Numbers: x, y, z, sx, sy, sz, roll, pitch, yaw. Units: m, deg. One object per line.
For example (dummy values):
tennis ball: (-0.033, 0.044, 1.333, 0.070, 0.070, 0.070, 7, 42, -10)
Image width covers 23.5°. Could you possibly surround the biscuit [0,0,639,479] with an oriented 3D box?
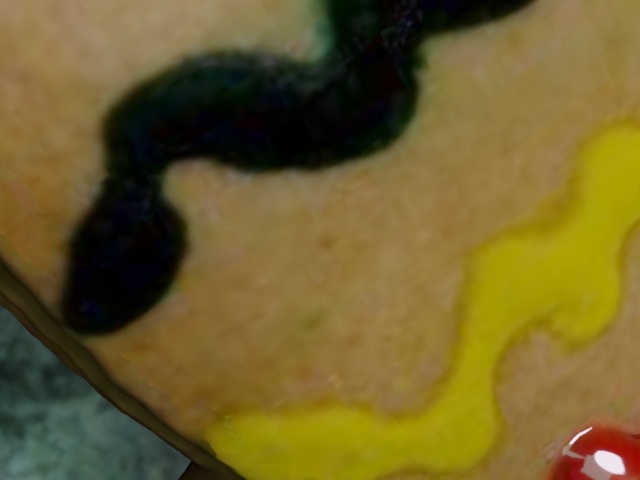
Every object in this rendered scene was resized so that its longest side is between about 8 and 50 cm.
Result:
biscuit: (0.045, -0.041, 0.417, 0.368, 0.076, 0.394, -35, 121, -11)
